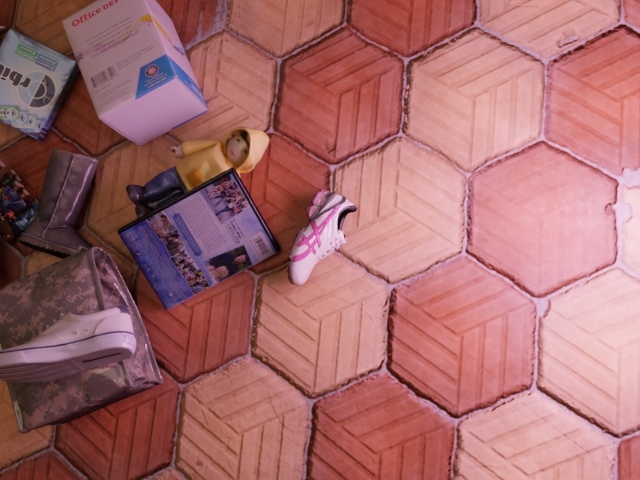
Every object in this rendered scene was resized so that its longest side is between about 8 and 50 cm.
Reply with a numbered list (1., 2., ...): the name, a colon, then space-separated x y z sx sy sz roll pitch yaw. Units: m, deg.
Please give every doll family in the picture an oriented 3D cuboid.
1. doll family: -0.653 -0.078 1.457 0.111 0.076 0.193 -43 76 -2

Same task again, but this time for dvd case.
1. dvd case: -0.226 -0.001 1.318 0.253 0.022 0.180 -27 103 8

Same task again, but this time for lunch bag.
1. lunch bag: -0.462 0.176 1.309 0.235 0.169 0.287 -24 79 7

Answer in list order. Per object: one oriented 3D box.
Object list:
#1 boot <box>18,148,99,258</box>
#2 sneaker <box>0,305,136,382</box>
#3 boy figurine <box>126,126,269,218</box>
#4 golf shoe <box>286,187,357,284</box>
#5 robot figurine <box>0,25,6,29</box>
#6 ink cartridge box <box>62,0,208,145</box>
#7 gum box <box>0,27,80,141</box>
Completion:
1. boot: -0.492 -0.067 1.421 0.189 0.076 0.209 20 71 1
2. sneaker: -0.434 0.174 1.185 0.258 0.094 0.091 -11 57 0
3. boy figurine: -0.221 -0.119 1.348 0.285 0.092 0.177 -27 74 12
4. golf shoe: 0.000 0.000 1.281 0.085 0.067 0.186 22 85 15
5. robot figurine: -0.837 -0.378 1.493 0.353 0.200 0.300 -43 114 3
6. ink cartridge box: -0.359 -0.344 1.384 0.171 0.168 0.233 -26 74 7
7. gum box: -0.621 -0.327 1.488 0.156 0.041 0.185 27 87 -3
